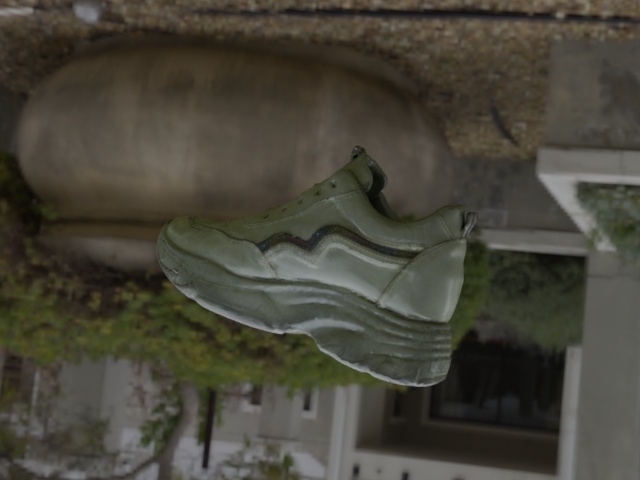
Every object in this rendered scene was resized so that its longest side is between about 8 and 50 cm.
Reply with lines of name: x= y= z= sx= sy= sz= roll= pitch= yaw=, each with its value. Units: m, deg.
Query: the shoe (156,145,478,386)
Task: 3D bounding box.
shoe: x=0.000 y=0.000 z=1.170 sx=0.341 sy=0.211 sz=0.132 roll=20 pitch=-176 yaw=20
